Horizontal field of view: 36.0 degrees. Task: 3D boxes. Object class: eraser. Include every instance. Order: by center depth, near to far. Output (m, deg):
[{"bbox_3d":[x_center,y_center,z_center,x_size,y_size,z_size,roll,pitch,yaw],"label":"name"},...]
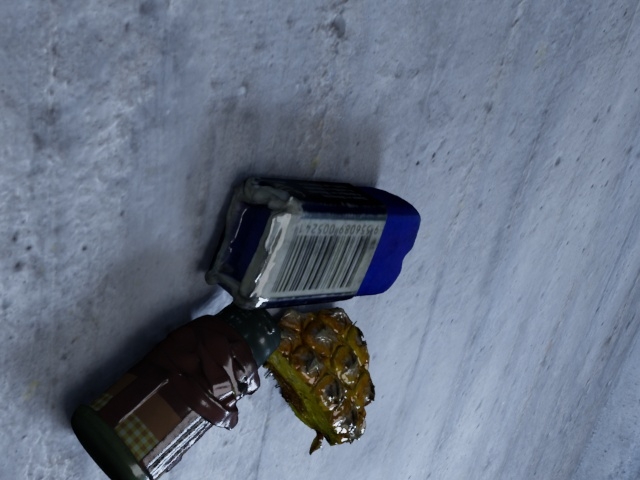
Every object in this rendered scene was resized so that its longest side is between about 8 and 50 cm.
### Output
[{"bbox_3d":[0.000,0.000,1.291,0.332,0.101,0.155,-2,119,-54],"label":"eraser"}]

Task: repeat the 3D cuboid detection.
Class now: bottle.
[{"bbox_3d":[-0.161,0.183,1.209,0.271,0.143,0.156,-41,180,-24],"label":"bottle"}]

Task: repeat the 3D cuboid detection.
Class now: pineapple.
[{"bbox_3d":[0.030,0.209,1.476,0.158,0.161,0.335,-41,144,-25],"label":"pineapple"}]
